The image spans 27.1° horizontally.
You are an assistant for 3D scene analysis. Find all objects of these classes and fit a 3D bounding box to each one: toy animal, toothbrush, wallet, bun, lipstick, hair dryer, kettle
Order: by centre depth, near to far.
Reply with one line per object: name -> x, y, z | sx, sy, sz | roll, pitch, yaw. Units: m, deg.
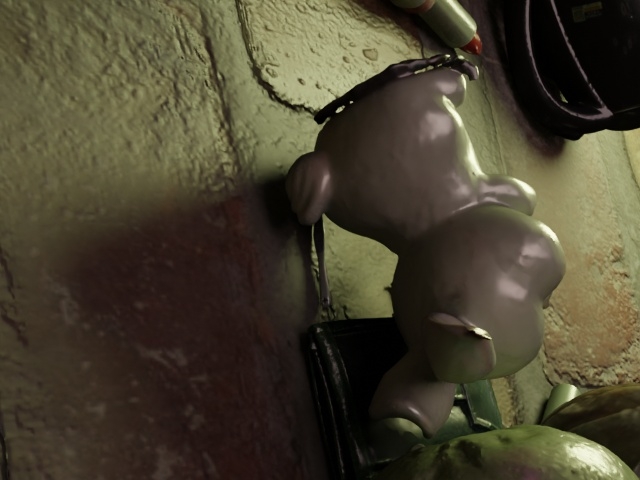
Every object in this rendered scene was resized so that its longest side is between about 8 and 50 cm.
bun -> 0.127, 0.235, 1.083 | 0.283, 0.283, 0.179 | 13, 46, -52
toy animal -> 0.106, 0.007, 1.183 | 0.247, 0.183, 0.310 | -9, 74, -46
toothbrush -> 0.000, 0.000, 1.230 | 0.013, 0.011, 0.131 | 33, 47, -59
wallet -> 0.084, 0.147, 1.234 | 0.236, 0.055, 0.160 | 1, 70, -52
hair dryer -> 0.291, 0.228, 1.511 | 0.124, 0.038, 0.063 | 61, 34, -25
lipstick -> 0.134, -0.263, 1.520 | 0.186, 0.057, 0.063 | 37, 73, -48
kettle -> 0.346, -0.275, 1.730 | 0.268, 0.207, 0.290 | -19, 99, -28

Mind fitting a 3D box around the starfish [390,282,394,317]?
starfish -> 0.094, 0.079, 1.322 | 0.092, 0.016, 0.086 | 64, 32, -6

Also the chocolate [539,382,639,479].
chocolate -> 0.299, 0.268, 1.342 | 0.303, 0.213, 0.303 | -14, 115, -33
